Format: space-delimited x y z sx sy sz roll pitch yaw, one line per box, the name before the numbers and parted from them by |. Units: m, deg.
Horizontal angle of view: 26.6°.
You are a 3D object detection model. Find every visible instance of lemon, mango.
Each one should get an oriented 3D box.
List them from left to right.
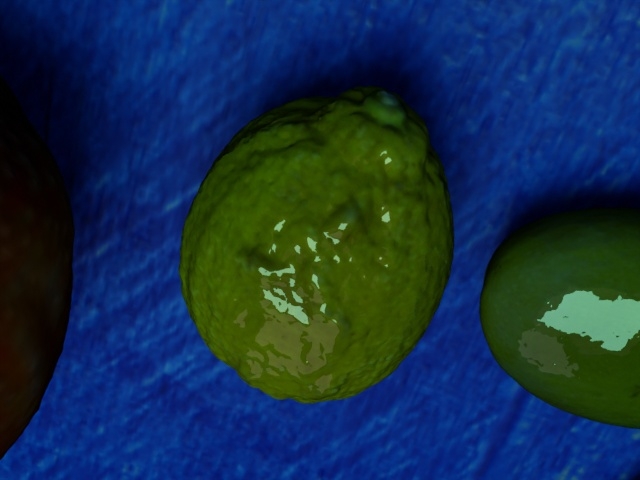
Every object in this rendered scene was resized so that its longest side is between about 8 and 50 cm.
lemon | 0.000 0.000 0.697 0.142 0.142 0.187 21 123 -4
mango | 0.182 0.043 0.729 0.195 0.092 0.130 0 122 0

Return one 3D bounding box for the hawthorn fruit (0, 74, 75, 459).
hawthorn fruit | -0.261 0.036 0.707 0.287 0.287 0.330 12 149 2
